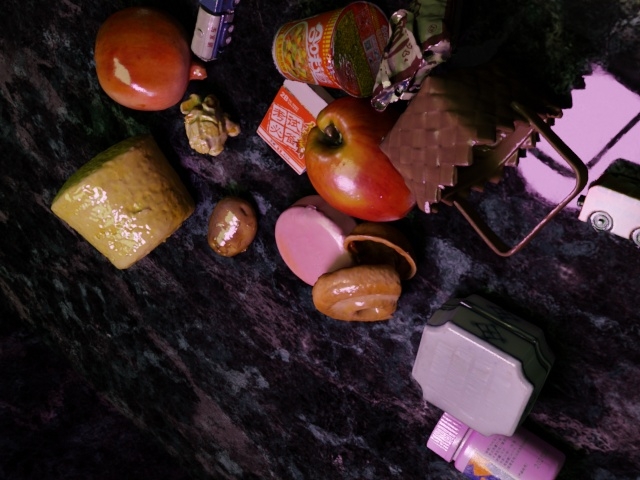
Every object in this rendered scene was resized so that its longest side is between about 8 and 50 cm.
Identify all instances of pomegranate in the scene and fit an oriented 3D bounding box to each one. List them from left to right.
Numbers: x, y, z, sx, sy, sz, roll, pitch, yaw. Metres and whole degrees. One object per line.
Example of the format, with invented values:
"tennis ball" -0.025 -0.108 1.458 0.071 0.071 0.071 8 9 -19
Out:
"pomegranate" -0.415 -0.440 1.849 0.229 0.271 0.251 118 154 -76

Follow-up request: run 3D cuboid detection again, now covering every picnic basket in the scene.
"picnic basket" 0.310 -0.153 1.369 0.321 0.291 0.254 52 139 17

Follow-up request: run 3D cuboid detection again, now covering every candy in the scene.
"candy" 0.000 0.000 1.893 0.255 0.094 0.255 22 131 28

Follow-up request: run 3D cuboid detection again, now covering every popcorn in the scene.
"popcorn" -0.290 -0.289 1.915 0.162 0.141 0.136 24 146 -31

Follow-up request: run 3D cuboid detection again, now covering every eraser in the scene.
"eraser" -0.050 -0.282 1.780 0.157 0.038 0.230 45 138 7

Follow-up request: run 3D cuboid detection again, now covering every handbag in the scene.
"handbag" 0.181 -0.370 1.386 0.127 0.235 0.213 34 136 -13

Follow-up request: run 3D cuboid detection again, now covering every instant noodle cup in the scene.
"instant noodle cup" 0.013 -0.393 1.555 0.212 0.193 0.193 12 126 45

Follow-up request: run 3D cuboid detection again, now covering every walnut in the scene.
"walnut" 0.148 0.012 1.762 0.167 0.087 0.211 4 149 32

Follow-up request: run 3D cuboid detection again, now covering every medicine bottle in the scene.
"medicine bottle" 0.424 0.513 1.823 0.291 0.178 0.178 31 135 20

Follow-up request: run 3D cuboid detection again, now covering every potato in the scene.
"potato" -0.241 -0.042 2.057 0.137 0.137 0.176 39 115 13

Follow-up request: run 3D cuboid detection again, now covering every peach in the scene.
"peach" 0.099 -0.169 1.584 0.281 0.281 0.238 41 103 11

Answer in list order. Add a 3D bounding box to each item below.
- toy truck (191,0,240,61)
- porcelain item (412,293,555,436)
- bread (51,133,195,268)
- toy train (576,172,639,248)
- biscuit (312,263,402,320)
"toy truck" -0.252 -0.514 1.756 0.074 0.088 0.201 40 137 14
"porcelain item" 0.371 0.283 1.723 0.281 0.157 0.285 29 135 26
"bread" -0.549 -0.105 2.116 0.348 0.348 0.307 -25 103 47
"toy train" 0.566 -0.054 1.378 0.188 0.072 0.099 26 133 25
"biscuit" 0.087 0.137 1.811 0.213 0.091 0.274 -3 160 4
